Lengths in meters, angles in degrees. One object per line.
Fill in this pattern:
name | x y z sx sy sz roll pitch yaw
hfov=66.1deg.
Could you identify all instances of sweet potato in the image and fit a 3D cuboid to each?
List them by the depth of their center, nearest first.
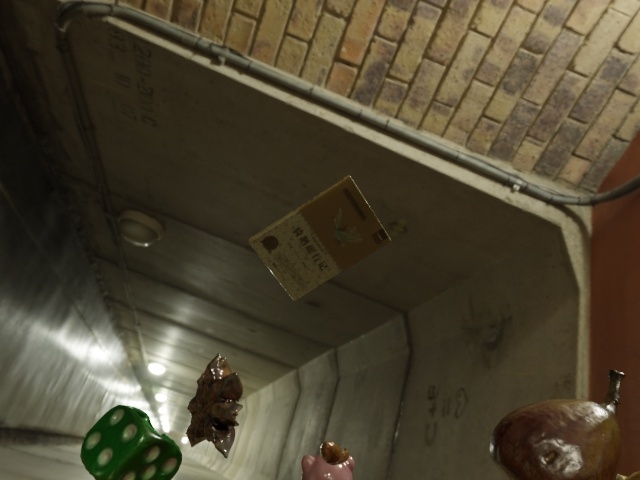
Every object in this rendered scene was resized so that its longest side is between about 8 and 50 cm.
sweet potato | 0.038 0.518 1.189 0.214 0.050 0.050 63 39 -59

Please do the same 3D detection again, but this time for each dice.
dice | -0.336 0.379 0.875 0.120 0.128 0.131 -47 134 -21

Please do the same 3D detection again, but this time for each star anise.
star anise | -0.324 0.514 1.491 0.315 0.108 0.315 -28 -130 40

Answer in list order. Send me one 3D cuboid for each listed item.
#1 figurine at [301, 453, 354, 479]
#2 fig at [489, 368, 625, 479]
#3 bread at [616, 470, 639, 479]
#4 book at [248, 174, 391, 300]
figurine | 0.019 0.762 1.556 0.173 0.173 0.173 -160 -90 -83
fig | 0.392 0.300 0.761 0.274 0.170 0.145 -34 134 -20
bread | 0.959 0.746 1.353 0.329 0.424 0.245 95 -23 -56
book | 0.000 0.000 1.281 0.310 0.217 0.021 -32 -159 7
